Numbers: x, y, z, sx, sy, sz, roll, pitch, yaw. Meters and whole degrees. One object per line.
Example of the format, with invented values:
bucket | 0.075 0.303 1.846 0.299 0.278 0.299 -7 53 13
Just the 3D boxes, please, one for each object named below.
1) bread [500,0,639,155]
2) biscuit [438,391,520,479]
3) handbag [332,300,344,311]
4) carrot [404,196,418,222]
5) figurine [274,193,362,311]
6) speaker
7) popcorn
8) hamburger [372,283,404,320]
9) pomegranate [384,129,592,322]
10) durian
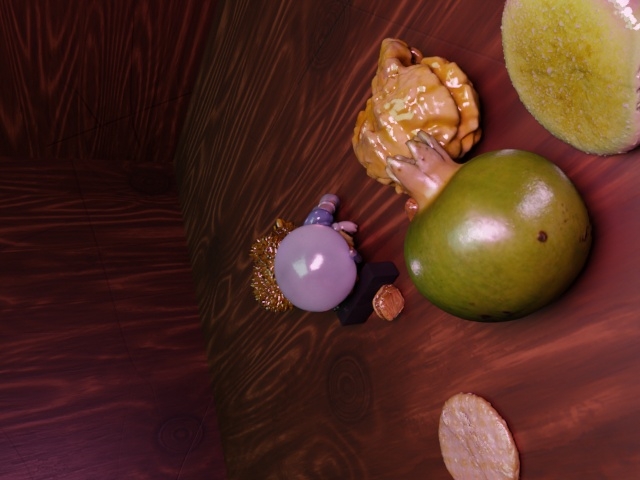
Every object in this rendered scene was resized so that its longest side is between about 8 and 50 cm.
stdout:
bread | 0.350 -0.252 0.712 0.301 0.045 0.301 60 176 7
biscuit | 0.311 0.418 1.007 0.220 0.033 0.219 12 103 60
handbag | 0.052 0.155 1.442 0.139 0.072 0.115 108 149 -57
carrot | 0.222 -0.019 1.001 0.060 0.186 0.060 -27 39 24
figurine | -0.018 0.019 1.333 0.224 0.205 0.381 -54 19 20
speaker | 0.118 0.140 1.291 0.044 0.082 0.218 65 146 34
popcorn | 0.182 -0.248 0.985 0.265 0.225 0.331 -23 72 60
hamburger | 0.162 0.148 1.204 0.044 0.083 0.076 -4 119 53
pomegranate | 0.236 -0.012 0.810 0.359 0.216 0.309 43 146 0
durian | -0.109 0.085 1.564 0.292 0.259 0.258 -108 31 -46
